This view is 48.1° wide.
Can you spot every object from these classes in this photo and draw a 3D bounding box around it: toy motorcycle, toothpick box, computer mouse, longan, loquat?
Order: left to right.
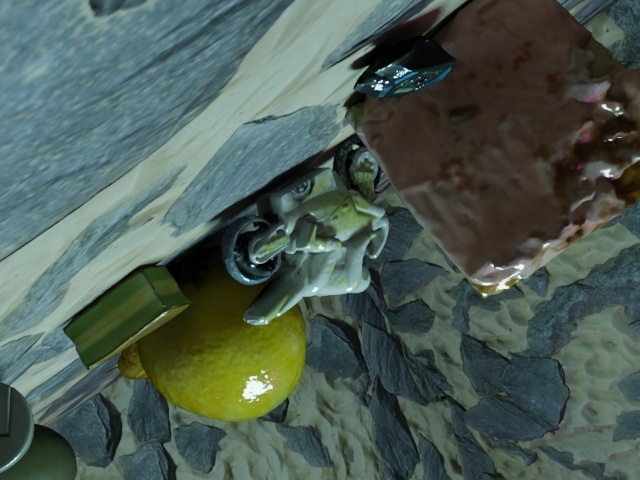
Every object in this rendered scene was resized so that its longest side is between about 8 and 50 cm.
[{"bbox_3d":[-0.418,0.238,0.901,0.111,0.111,0.181,-35,178,-26],"label":"toothpick box"},{"bbox_3d":[-0.615,0.476,1.450,0.248,0.248,0.248,-36,178,-2],"label":"longan"},{"bbox_3d":[-0.153,0.141,1.137,0.275,0.274,0.275,-36,178,-2],"label":"loquat"},{"bbox_3d":[0.000,0.000,1.070,0.108,0.222,0.341,2,-150,46],"label":"toy motorcycle"},{"bbox_3d":[0.083,-0.179,0.731,0.135,0.047,0.079,-21,174,-46],"label":"computer mouse"}]

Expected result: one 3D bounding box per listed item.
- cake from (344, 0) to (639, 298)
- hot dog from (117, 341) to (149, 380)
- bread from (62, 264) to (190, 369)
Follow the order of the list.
[{"bbox_3d":[0.236,-0.126,0.896,0.314,0.306,0.293,-37,174,12],"label":"cake"},{"bbox_3d":[-0.250,0.144,1.384,0.349,0.117,0.158,-39,157,15],"label":"hot dog"},{"bbox_3d":[-0.256,0.101,0.952,0.139,0.074,0.084,-38,174,8],"label":"bread"}]
